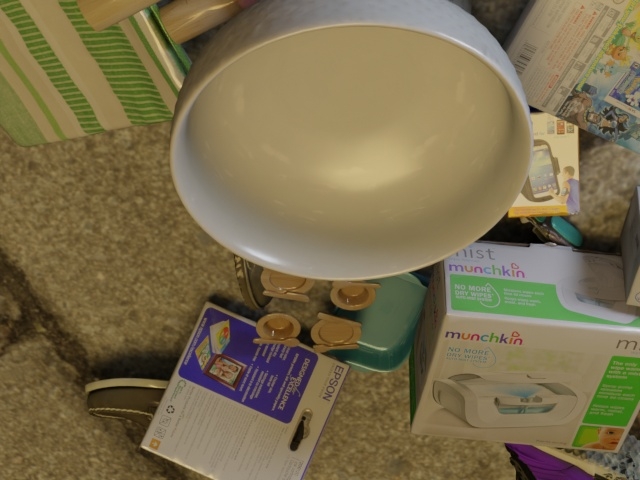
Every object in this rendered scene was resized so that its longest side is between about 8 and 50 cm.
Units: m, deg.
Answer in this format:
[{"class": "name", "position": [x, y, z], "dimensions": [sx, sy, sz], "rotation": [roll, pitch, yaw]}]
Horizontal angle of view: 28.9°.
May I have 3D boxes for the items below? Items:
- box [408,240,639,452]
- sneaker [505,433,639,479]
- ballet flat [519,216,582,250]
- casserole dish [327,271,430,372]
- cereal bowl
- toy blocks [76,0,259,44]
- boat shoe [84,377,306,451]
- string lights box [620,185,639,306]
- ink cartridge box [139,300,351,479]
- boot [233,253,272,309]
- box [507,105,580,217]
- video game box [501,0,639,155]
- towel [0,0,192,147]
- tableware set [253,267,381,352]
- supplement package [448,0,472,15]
[{"class": "box", "position": [0.250, 0.124, 1.458], "dimensions": [0.262, 0.127, 0.231], "rotation": [6, 136, -4]}, {"class": "sneaker", "position": [0.288, 0.284, 1.619], "dimensions": [0.293, 0.102, 0.146], "rotation": [30, 127, -12]}, {"class": "ballet flat", "position": [0.253, -0.024, 1.432], "dimensions": [0.041, 0.041, 0.114], "rotation": [-35, 113, 31]}, {"class": "casserole dish", "position": [0.074, 0.092, 1.550], "dimensions": [0.114, 0.037, 0.188], "rotation": [20, 130, -6]}, {"class": "cereal bowl", "position": [0.028, -0.118, 1.190], "dimensions": [0.339, 0.141, 0.339], "rotation": [0, 137, 0]}, {"class": "toy blocks", "position": [-0.106, -0.362, 1.086], "dimensions": [0.260, 0.288, 0.309], "rotation": [-24, 91, 13]}, {"class": "boat shoe", "position": [-0.171, 0.236, 1.655], "dimensions": [0.305, 0.091, 0.109], "rotation": [3, 168, 7]}, {"class": "string lights box", "position": [0.471, 0.026, 1.366], "dimensions": [0.259, 0.133, 0.077], "rotation": [11, 128, 3]}, {"class": "ink cartridge box", "position": [-0.094, 0.212, 1.582], "dimensions": [0.208, 0.045, 0.206], "rotation": [24, 83, 3]}, {"class": "boot", "position": [0.000, 0.002, 1.487], "dimensions": [0.208, 0.076, 0.190], "rotation": [-4, 128, 6]}, {"class": "box", "position": [0.244, -0.094, 1.365], "dimensions": [0.081, 0.028, 0.136], "rotation": [-2, 111, 10]}, {"class": "video game box", "position": [0.297, -0.205, 1.251], "dimensions": [0.187, 0.048, 0.205], "rotation": [25, 128, -5]}, {"class": "towel", "position": [-0.287, -0.211, 1.326], "dimensions": [0.325, 0.038, 0.248], "rotation": [-5, 129, 39]}, {"class": "tableware set", "position": [-0.009, 0.083, 1.504], "dimensions": [0.141, 0.020, 0.169], "rotation": [6, 135, -8]}, {"class": "supplement package", "position": [0.056, -0.215, 1.278], "dimensions": [0.179, 0.105, 0.105], "rotation": [-31, 119, 30]}]
